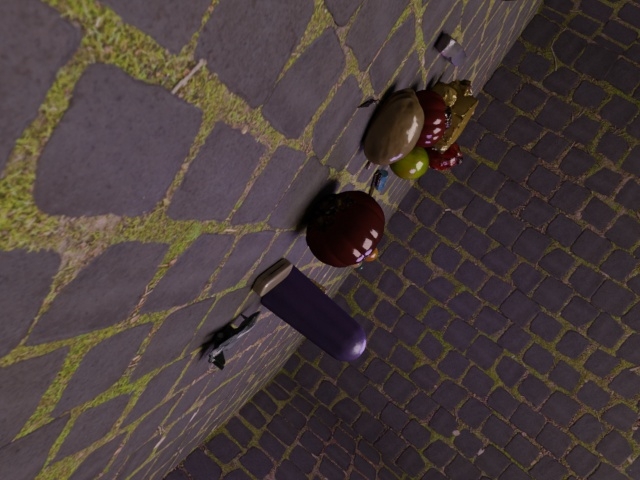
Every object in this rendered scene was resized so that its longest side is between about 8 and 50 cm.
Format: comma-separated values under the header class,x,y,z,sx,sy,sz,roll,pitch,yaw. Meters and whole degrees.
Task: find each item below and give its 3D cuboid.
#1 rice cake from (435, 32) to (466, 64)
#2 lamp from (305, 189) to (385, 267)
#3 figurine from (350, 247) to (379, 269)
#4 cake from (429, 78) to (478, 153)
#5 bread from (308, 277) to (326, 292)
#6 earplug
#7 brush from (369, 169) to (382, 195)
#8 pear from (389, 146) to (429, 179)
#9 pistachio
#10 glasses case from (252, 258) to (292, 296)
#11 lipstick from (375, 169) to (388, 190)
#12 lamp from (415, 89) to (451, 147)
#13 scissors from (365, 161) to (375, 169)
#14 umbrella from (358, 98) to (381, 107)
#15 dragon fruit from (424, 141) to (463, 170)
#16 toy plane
class,x,y,z,sx,sy,sz,roll,pitch,yaw
rice cake,0.522,-0.753,1.623,0.070,0.064,0.399,-49,171,28
lamp,0.089,-0.045,1.487,0.303,0.257,0.303,-32,-150,21
figurine,0.246,0.049,2.465,0.124,0.222,0.324,-39,162,-42
cake,0.581,-0.602,1.894,0.227,0.222,0.286,-46,166,-37
bread,-0.090,0.334,2.175,0.260,0.160,0.147,-54,177,-13
earplug,-0.013,0.317,1.674,0.215,0.456,0.215,-48,165,-17
brush,0.282,-0.283,2.110,0.043,0.036,0.248,-45,166,-18
pear,0.431,-0.397,2.027,0.220,0.187,0.187,4,129,-34
pistachio,0.257,-0.384,1.437,0.293,0.182,0.162,118,-23,-47
glasses case,-0.174,0.134,1.508,0.196,0.050,0.083,-37,158,-54
lipstick,0.321,-0.314,2.143,0.048,0.048,0.158,-50,168,-16
lamp,0.427,-0.490,1.641,0.227,0.227,0.227,-50,168,-15
scissors,0.300,-0.425,1.801,0.317,0.024,0.160,-45,164,-33
umbrella,0.148,-0.421,1.250,0.122,0.022,0.013,-28,180,-42
dragon fruit,0.622,-0.443,2.079,0.172,0.210,0.172,-6,99,-44
toy plane,-0.317,0.341,1.493,0.267,0.088,0.212,-54,173,-40
